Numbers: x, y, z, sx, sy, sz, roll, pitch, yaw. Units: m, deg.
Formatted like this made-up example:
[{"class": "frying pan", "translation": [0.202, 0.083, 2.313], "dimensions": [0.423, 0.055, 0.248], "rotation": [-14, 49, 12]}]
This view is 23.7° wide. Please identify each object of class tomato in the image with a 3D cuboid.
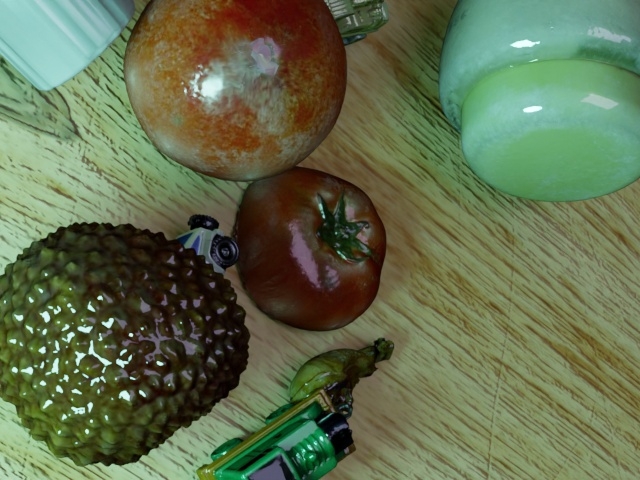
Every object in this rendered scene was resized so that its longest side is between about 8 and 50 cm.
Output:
[{"class": "tomato", "translation": [-0.095, -0.202, 1.773], "dimensions": [0.265, 0.265, 0.265], "rotation": [10, 73, -35]}, {"class": "tomato", "translation": [0.000, 0.001, 1.904], "dimensions": [0.225, 0.085, 0.225], "rotation": [11, 70, -32]}]

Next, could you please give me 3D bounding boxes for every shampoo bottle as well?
[{"class": "shampoo bottle", "translation": [0.319, -0.235, 2.052], "dimensions": [0.322, 0.322, 0.317], "rotation": [18, 59, -32]}]

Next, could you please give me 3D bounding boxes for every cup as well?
[{"class": "cup", "translation": [-0.309, -0.302, 1.696], "dimensions": [0.202, 0.167, 0.221], "rotation": [48, 57, -21]}]

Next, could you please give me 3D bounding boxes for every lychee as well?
[{"class": "lychee", "translation": [-0.220, 0.099, 1.605], "dimensions": [0.267, 0.267, 0.267], "rotation": [10, 73, -35]}]

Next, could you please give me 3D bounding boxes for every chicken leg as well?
[{"class": "chicken leg", "translation": [0.033, 0.172, 1.901], "dimensions": [0.178, 0.070, 0.093], "rotation": [-30, 103, -48]}]

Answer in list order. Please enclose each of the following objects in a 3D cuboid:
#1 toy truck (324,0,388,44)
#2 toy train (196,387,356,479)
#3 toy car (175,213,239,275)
[{"class": "toy truck", "translation": [0.012, -0.292, 1.963], "dimensions": [0.191, 0.116, 0.085], "rotation": [-22, 91, -39]}, {"class": "toy train", "translation": [-0.043, 0.256, 1.762], "dimensions": [0.227, 0.136, 0.091], "rotation": [-31, 99, -22]}, {"class": "toy car", "translation": [-0.148, 0.053, 1.777], "dimensions": [0.070, 0.080, 0.171], "rotation": [19, 68, -32]}]
